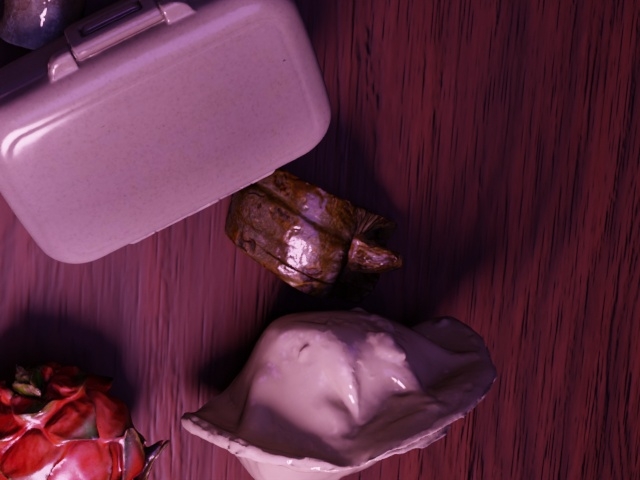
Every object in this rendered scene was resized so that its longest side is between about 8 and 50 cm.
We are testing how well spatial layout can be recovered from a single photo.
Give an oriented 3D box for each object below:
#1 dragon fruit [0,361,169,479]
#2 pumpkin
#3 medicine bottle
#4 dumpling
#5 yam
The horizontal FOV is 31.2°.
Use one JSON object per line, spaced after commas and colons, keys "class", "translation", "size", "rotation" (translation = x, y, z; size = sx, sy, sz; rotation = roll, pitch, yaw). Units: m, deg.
{"class": "dragon fruit", "translation": [-0.297, 0.258, 1.325], "size": [0.192, 0.193, 0.274], "rotation": [-40, 117, -43]}
{"class": "pumpkin", "translation": [0.005, 0.002, 1.435], "size": [0.248, 0.126, 0.131], "rotation": [22, 94, -26]}
{"class": "medicine bottle", "translation": [-0.181, -0.140, 1.271], "size": [0.375, 0.123, 0.282], "rotation": [-26, 138, -5]}
{"class": "dumpling", "translation": [0.047, 0.200, 1.391], "size": [0.394, 0.315, 0.233], "rotation": [-15, 111, -24]}
{"class": "yam", "translation": [-0.277, -0.322, 1.213], "size": [0.093, 0.093, 0.259], "rotation": [6, 120, -24]}
